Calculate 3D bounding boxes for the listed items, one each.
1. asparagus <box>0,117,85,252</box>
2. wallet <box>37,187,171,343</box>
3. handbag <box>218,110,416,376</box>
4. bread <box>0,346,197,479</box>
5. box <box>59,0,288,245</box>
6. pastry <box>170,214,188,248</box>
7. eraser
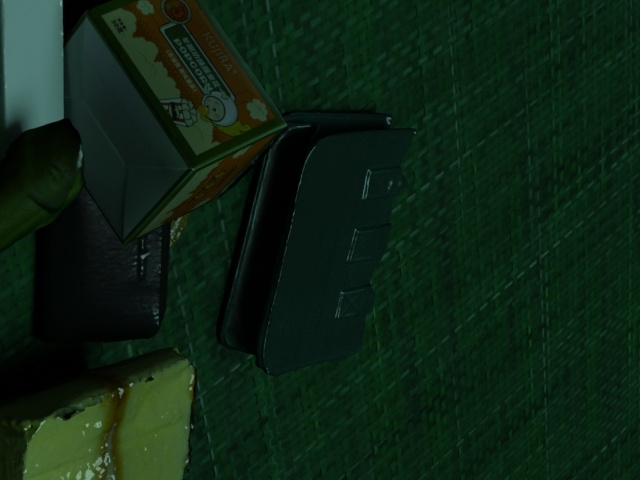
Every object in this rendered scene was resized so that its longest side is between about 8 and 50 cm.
[{"bbox_3d":[-0.359,0.004,1.719,0.343,0.082,0.085,-39,175,7],"label":"asparagus"},{"bbox_3d":[-0.236,0.002,1.925,0.149,0.044,0.250,-1,117,-17],"label":"wallet"},{"bbox_3d":[-0.001,0.000,2.233,0.238,0.089,0.326,-6,115,-50],"label":"handbag"},{"bbox_3d":[-0.242,0.264,1.912,0.263,0.198,0.236,-19,91,-45],"label":"bread"},{"bbox_3d":[-0.168,-0.135,1.791,0.148,0.195,0.177,-28,171,-40],"label":"box"},{"bbox_3d":[-0.201,-0.029,1.990,0.109,0.057,0.097,-57,139,-14],"label":"pastry"},{"bbox_3d":[-0.306,-0.194,1.731,0.076,0.078,0.298,-25,129,-41],"label":"eraser"}]
